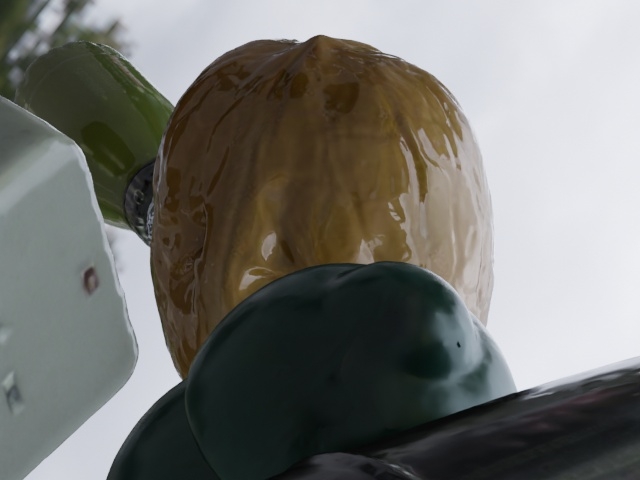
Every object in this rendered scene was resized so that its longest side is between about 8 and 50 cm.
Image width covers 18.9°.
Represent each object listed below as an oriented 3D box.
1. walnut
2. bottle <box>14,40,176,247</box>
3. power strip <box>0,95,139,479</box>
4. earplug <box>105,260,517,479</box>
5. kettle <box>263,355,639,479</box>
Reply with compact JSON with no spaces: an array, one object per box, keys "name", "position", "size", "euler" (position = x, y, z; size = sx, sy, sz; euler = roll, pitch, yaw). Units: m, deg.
[{"name":"walnut","position":[0.000,0.000,1.035],"size":[0.193,0.193,0.226],"euler":[-129,-146,-73]},{"name":"bottle","position":[-0.156,-0.070,1.521],"size":[0.112,0.112,0.260],"euler":[-51,-145,3]},{"name":"power strip","position":[-0.168,0.084,0.444],"size":[0.058,0.098,0.338],"euler":[28,-124,30]},{"name":"earplug","position":[-0.007,0.145,0.736],"size":[0.257,0.164,0.280],"euler":[-96,-158,-63]},{"name":"kettle","position":[0.154,0.172,0.579],"size":[0.324,0.321,0.228],"euler":[-18,171,-26]}]
